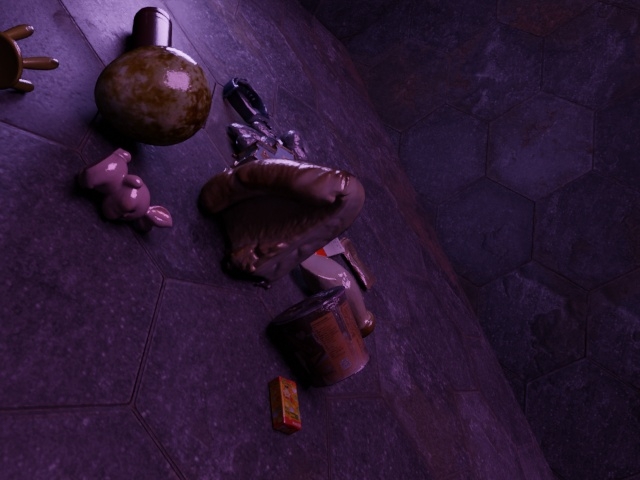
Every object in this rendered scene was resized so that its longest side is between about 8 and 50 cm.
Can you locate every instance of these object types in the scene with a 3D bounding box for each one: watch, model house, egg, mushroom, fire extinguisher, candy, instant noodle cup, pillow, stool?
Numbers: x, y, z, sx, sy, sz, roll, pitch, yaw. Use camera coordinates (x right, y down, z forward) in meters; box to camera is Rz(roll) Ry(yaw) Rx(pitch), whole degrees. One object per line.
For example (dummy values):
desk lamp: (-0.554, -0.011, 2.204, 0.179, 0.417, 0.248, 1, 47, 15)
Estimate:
watch: (-0.267, -0.496, 2.118, 0.193, 0.068, 0.206, 58, 19, 9)
model house: (-0.155, -0.183, 1.790, 0.271, 0.178, 0.206, 46, 31, -21)
egg: (-0.401, -0.344, 1.430, 0.289, 0.238, 0.238, -21, 79, -44)
mushroom: (0.057, 0.168, 1.862, 0.350, 0.128, 0.128, 53, 23, -24)
fire extinguisher: (-0.468, -0.513, 1.663, 0.135, 0.114, 0.337, 54, 19, -46)
candy: (-0.084, 0.385, 1.394, 0.062, 0.038, 0.122, 37, 31, -41)
instant noodle cup: (0.011, 0.253, 1.558, 0.207, 0.217, 0.217, 64, 22, -3)
mushroom: (-0.088, -0.107, 1.558, 0.224, 0.397, 0.314, 14, 46, -62)
pillow: (0.136, 0.084, 2.240, 0.211, 0.034, 0.135, 56, 24, 0)
stool: (-0.608, -0.359, 1.180, 0.110, 0.134, 0.135, -60, 160, -70)

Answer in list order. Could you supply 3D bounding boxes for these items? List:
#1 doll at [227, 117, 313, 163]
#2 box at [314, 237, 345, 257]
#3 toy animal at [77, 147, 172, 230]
doll: (-0.146, -0.318, 2.014, 0.340, 0.158, 0.246, 29, 24, -45)
box: (0.000, 0.000, 2.065, 0.139, 0.035, 0.245, 62, 22, 8)
toy animal: (-0.403, -0.082, 1.251, 0.212, 0.124, 0.124, 54, 22, -25)
